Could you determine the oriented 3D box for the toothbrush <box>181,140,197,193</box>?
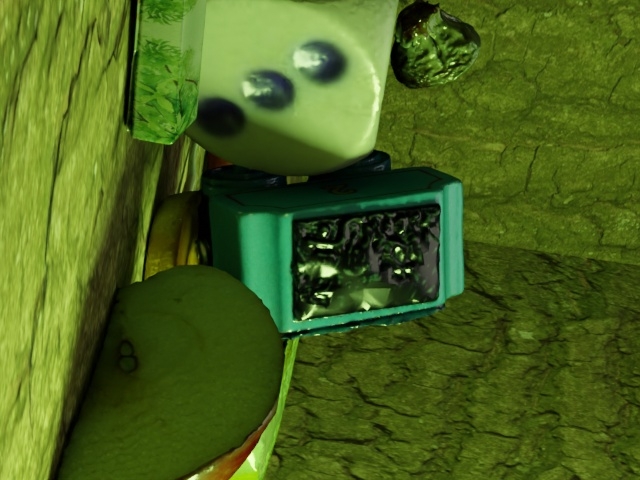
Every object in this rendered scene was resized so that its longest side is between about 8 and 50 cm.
[{"bbox_3d":[-0.172,-0.059,1.978,0.025,0.029,0.307,102,-1,-57],"label":"toothbrush"}]

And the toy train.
[{"bbox_3d":[0.000,0.000,1.767,0.265,0.300,0.188,-150,-125,-61],"label":"toy train"}]

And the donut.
[{"bbox_3d":[-0.171,0.025,1.840,0.162,0.065,0.178,69,29,-61],"label":"donut"}]

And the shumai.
[{"bbox_3d":[0.119,-0.237,1.758,0.087,0.124,0.099,47,62,-37],"label":"shumai"}]

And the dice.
[{"bbox_3d":[-0.043,-0.242,1.715,0.243,0.259,0.251,-77,175,-46],"label":"dice"}]

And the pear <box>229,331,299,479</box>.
[{"bbox_3d":[-0.138,0.215,2.118,0.286,0.176,0.282,-66,166,-64],"label":"pear"}]

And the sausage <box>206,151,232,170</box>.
[{"bbox_3d":[-0.113,-0.170,2.201,0.102,0.102,0.330,53,45,-86],"label":"sausage"}]

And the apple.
[{"bbox_3d":[-0.166,0.179,1.558,0.254,0.179,0.346,-39,-155,34],"label":"apple"}]

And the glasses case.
[{"bbox_3d":[-0.152,-0.240,1.501,0.095,0.062,0.272,-60,158,-67],"label":"glasses case"}]
